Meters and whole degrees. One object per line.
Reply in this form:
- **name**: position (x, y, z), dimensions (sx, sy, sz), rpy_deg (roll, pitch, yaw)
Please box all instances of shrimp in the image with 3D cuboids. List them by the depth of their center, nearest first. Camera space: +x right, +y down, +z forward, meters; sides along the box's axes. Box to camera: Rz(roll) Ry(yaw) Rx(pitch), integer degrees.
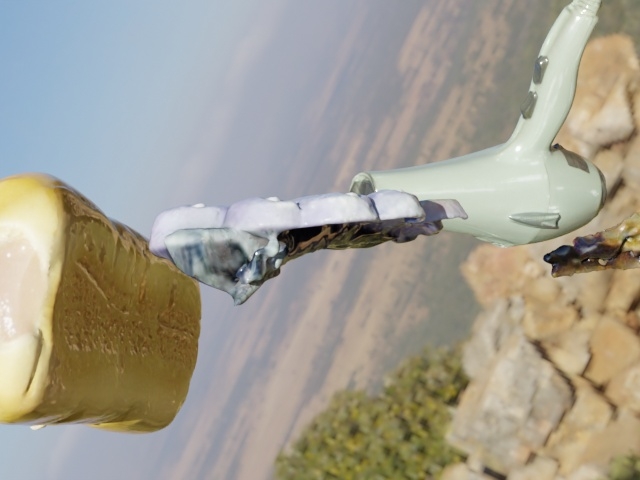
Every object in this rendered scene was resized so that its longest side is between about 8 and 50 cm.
- **shrimp**: position (0.291, 0.005, 1.063), dimensions (0.262, 0.117, 0.066), rpy_deg (-13, -51, -38)

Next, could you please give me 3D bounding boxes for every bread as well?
- **bread**: position (-0.155, 0.050, 0.865), dimensions (0.305, 0.091, 0.142), rpy_deg (46, -125, -75)

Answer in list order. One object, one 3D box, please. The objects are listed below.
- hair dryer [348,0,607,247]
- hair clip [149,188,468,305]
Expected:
- **hair dryer**: position (0.128, -0.096, 1.077), dimensions (0.092, 0.229, 0.267), rpy_deg (50, 152, 47)
- **hair clip**: position (0.000, 0.002, 0.728), dimensions (0.195, 0.124, 0.052), rpy_deg (-5, -89, -52)
